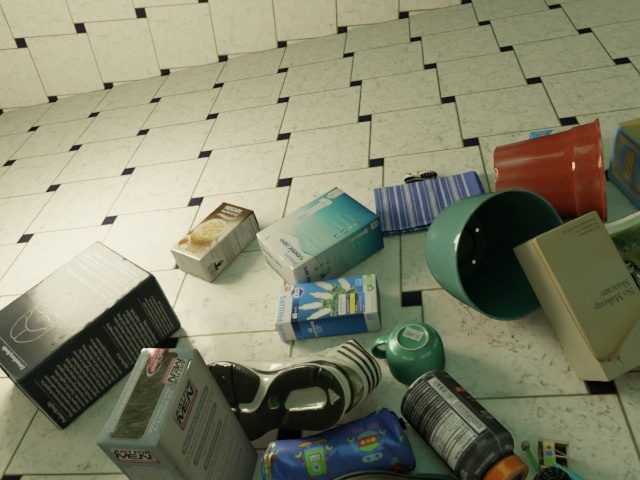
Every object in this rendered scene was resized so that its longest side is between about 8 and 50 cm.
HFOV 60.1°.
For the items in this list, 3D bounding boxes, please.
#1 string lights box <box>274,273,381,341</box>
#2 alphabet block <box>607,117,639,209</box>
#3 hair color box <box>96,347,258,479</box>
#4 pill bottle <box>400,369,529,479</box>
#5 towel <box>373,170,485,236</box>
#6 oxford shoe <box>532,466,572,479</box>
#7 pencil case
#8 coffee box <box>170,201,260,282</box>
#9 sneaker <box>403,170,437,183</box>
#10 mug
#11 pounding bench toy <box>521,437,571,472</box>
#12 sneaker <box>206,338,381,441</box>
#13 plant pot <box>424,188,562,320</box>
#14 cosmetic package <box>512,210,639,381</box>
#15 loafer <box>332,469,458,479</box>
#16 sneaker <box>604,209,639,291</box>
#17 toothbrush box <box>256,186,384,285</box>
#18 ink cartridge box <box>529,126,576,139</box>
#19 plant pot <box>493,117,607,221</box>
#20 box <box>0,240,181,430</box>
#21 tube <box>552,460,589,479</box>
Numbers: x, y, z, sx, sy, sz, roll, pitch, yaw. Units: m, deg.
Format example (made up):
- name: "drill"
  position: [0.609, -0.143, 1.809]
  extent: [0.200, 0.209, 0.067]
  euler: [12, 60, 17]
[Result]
- name: "string lights box"
  position: [0.021, 0.173, 1.419]
  extent: [0.259, 0.077, 0.133]
  euler: [-8, 41, 9]
- name: "alphabet block"
  position: [0.928, -0.219, 1.493]
  extent: [0.197, 0.192, 0.193]
  euler: [-13, 41, 2]
- name: "hair color box"
  position: [-0.240, 0.386, 1.020]
  extent: [0.113, 0.375, 0.185]
  euler: [-3, 41, 15]
- name: "pill bottle"
  position: [0.275, 0.373, 1.059]
  extent: [0.130, 0.130, 0.245]
  euler: [-30, 42, -16]
- name: "towel"
  position: [0.333, -0.120, 1.691]
  extent: [0.335, 0.040, 0.243]
  euler: [-9, 39, 8]
- name: "oxford shoe"
  position: [0.390, 0.502, 0.915]
  extent: [0.082, 0.096, 0.227]
  euler: [6, 61, 6]
- name: "pencil case"
  position: [0.032, 0.424, 1.084]
  extent: [0.306, 0.119, 0.133]
  euler: [-17, 68, -2]
- name: "coffee box"
  position: [-0.321, 0.000, 1.720]
  extent: [0.141, 0.098, 0.246]
  euler: [17, 49, 33]
- name: "sneaker"
  position: [0.325, -0.214, 1.803]
  extent: [0.109, 0.040, 0.044]
  euler: [-5, 38, 12]
- name: "mug"
  position: [0.200, 0.252, 1.250]
  extent: [0.157, 0.097, 0.129]
  euler: [-17, 39, -2]
- name: "pounding bench toy"
  position: [0.416, 0.411, 1.027]
  extent: [0.083, 0.052, 0.065]
  euler: [1, 42, 19]
- name: "sneaker"
  position: [-0.060, 0.327, 1.241]
  extent: [0.447, 0.169, 0.257]
  euler: [-11, -4, 38]
- name: "plant pot"
  position: [0.387, 0.023, 1.322]
  extent: [0.293, 0.293, 0.235]
  euler: [-28, 13, -14]
- name: "cosmetic package"
  position: [0.553, 0.115, 1.147]
  extent: [0.160, 0.113, 0.310]
  euler: [-24, 81, -10]
- name: "loafer"
  position: [0.128, 0.469, 0.987]
  extent: [0.267, 0.096, 0.084]
  euler: [-4, 10, 0]
- name: "sneaker"
  position: [0.742, 0.043, 1.311]
  extent: [0.410, 0.158, 0.182]
  euler: [-16, 55, 7]
- name: "toothbrush box"
  position: [0.000, 0.000, 1.591]
  extent: [0.295, 0.126, 0.216]
  euler: [-32, 43, -19]
- name: "ink cartridge box"
  position: [0.725, -0.260, 1.690]
  extent: [0.139, 0.082, 0.191]
  euler: [-5, 42, 14]
- name: "plant pot"
  position: [0.621, -0.175, 1.504]
  extent: [0.265, 0.272, 0.272]
  euler: [-4, 40, 26]
- name: "box"
  position: [-0.632, 0.233, 1.461]
  extent: [0.293, 0.212, 0.395]
  euler: [23, 52, 37]
- name: "tube"
  position: [0.491, 0.457, 0.939]
  extent: [0.207, 0.080, 0.052]
  euler: [19, 20, 30]
